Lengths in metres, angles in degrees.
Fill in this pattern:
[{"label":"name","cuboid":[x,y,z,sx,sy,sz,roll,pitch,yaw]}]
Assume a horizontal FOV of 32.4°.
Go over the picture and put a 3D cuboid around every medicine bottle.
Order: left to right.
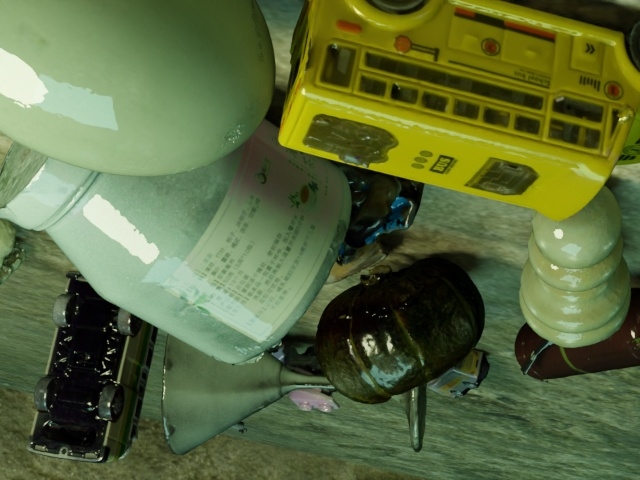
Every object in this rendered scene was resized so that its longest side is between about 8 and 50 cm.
[{"label":"medicine bottle","cuboid":[-0.153,-0.041,1.098,0.290,0.245,0.245,30,153,-27]}]

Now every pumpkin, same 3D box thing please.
[{"label":"pumpkin","cuboid":[0.099,0.111,1.449,0.238,0.159,0.238,-32,179,0]}]

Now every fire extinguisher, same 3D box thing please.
[{"label":"fire extinguisher","cuboid":[0.379,0.131,1.477,0.105,0.141,0.341,56,156,-2]}]

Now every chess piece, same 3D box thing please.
[{"label":"chess piece","cuboid":[0.282,0.015,1.226,0.133,0.133,0.243,5,154,16]}]

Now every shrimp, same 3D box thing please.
[{"label":"shrimp","cuboid":[0.000,0.000,1.356,0.221,0.109,0.446,12,165,-21]}]

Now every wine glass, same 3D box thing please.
[{"label":"wine glass","cuboid":[-0.032,0.231,1.798,0.406,0.267,0.267,3,160,8]}]

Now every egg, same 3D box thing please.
[{"label":"egg","cuboid":[-0.166,-0.155,0.843,0.283,0.202,0.203,20,158,-21]}]

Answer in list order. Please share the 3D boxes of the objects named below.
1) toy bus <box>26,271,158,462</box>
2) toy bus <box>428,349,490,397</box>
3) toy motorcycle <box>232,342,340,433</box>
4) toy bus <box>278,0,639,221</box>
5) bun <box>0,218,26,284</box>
[{"label":"toy bus","cuboid":[-0.370,0.224,1.851,0.143,0.305,0.179,5,162,13]},{"label":"toy bus","cuboid":[0.240,0.232,1.934,0.072,0.057,0.172,18,159,-4]},{"label":"toy motorcycle","cuboid":[-0.106,0.265,2.001,0.327,0.188,0.143,2,152,24]},{"label":"toy bus","cuboid":[0.139,-0.113,0.885,0.330,0.152,0.144,13,159,-7]},{"label":"bun","cuboid":[-0.538,0.023,1.646,0.204,0.126,0.212,3,160,24]}]
